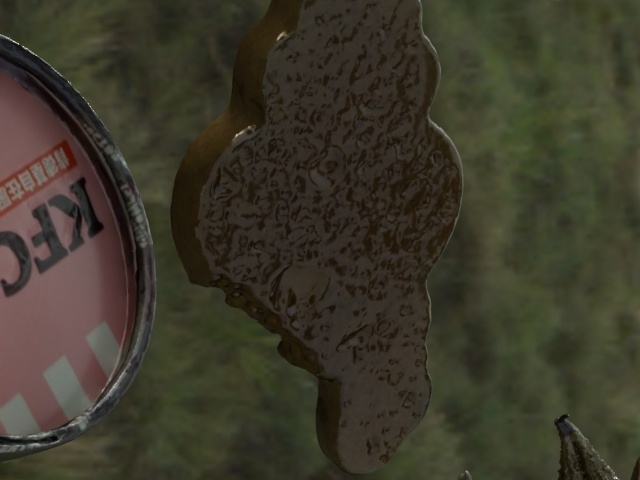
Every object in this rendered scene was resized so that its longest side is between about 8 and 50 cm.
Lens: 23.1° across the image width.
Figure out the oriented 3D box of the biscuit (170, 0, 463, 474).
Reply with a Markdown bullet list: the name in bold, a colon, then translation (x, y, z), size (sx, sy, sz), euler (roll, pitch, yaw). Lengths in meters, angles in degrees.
- **biscuit**: translation (0.007, -0.001, 0.923), size (0.183, 0.047, 0.320), euler (-29, 122, -19)

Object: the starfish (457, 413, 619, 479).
- **starfish**: translation (0.184, 0.218, 1.086), size (0.227, 0.240, 0.043), euler (49, 10, -22)

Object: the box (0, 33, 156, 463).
- **box**: translation (-0.158, 0.014, 0.555), size (0.151, 0.135, 0.151), euler (27, 53, -44)

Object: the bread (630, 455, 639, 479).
- **bread**: translation (0.258, 0.223, 1.215), size (0.062, 0.043, 0.109), euler (-94, -172, -55)
